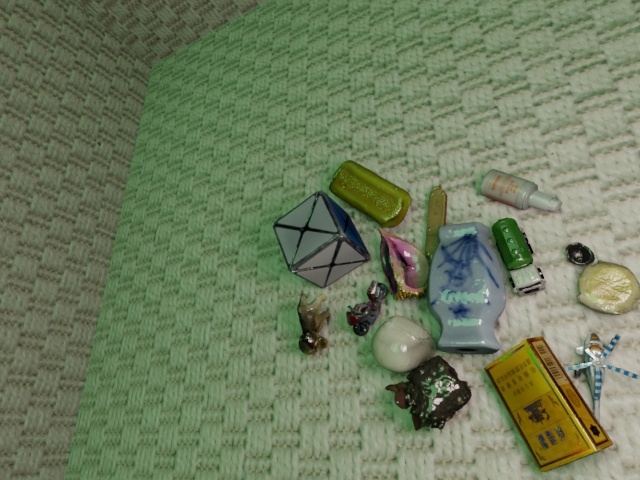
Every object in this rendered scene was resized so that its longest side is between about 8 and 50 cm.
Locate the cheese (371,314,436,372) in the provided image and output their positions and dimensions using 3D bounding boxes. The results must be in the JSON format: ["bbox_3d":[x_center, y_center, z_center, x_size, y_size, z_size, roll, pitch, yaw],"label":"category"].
[{"bbox_3d":[0.261,0.351,1.474,0.198,0.189,0.155,23,114,38],"label":"cheese"}]

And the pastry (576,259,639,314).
[{"bbox_3d":[0.821,0.137,1.261,0.165,0.088,0.166,-14,61,28],"label":"pastry"}]

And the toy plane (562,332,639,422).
[{"bbox_3d":[0.756,0.394,1.199,0.181,0.107,0.273,-17,75,17],"label":"toy plane"}]

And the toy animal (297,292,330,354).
[{"bbox_3d":[-0.030,0.313,1.681,0.121,0.233,0.169,4,31,23],"label":"toy animal"}]

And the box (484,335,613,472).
[{"bbox_3d":[0.605,0.442,1.207,0.193,0.084,0.302,-61,41,44],"label":"box"}]

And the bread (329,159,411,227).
[{"bbox_3d":[0.199,-0.187,1.788,0.383,0.112,0.166,38,93,37],"label":"bread"}]

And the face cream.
[{"bbox_3d":[0.672,-0.155,1.479,0.251,0.101,0.101,31,87,38],"label":"face cream"}]

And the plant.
[{"bbox_3d":[0.335,0.475,1.362,0.234,0.178,0.204,-37,56,6],"label":"plant"}]

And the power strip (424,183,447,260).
[{"bbox_3d":[0.429,-0.067,1.633,0.064,0.044,0.306,-3,69,32],"label":"power strip"}]

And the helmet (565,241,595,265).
[{"bbox_3d":[0.788,0.050,1.346,0.065,0.049,0.084,-34,56,3],"label":"helmet"}]

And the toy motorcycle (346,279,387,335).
[{"bbox_3d":[0.163,0.240,1.616,0.082,0.122,0.213,20,79,51],"label":"toy motorcycle"}]

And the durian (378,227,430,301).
[{"bbox_3d":[0.306,0.101,1.586,0.186,0.154,0.261,-2,60,8],"label":"durian"}]

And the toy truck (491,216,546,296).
[{"bbox_3d":[0.624,0.047,1.404,0.101,0.125,0.243,-23,59,21],"label":"toy truck"}]

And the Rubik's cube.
[{"bbox_3d":[0.000,0.000,1.741,0.254,0.260,0.259,-35,52,14],"label":"Rubik's cube"}]

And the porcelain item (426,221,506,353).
[{"bbox_3d":[0.465,0.152,1.425,0.242,0.178,0.405,-8,62,30],"label":"porcelain item"}]
